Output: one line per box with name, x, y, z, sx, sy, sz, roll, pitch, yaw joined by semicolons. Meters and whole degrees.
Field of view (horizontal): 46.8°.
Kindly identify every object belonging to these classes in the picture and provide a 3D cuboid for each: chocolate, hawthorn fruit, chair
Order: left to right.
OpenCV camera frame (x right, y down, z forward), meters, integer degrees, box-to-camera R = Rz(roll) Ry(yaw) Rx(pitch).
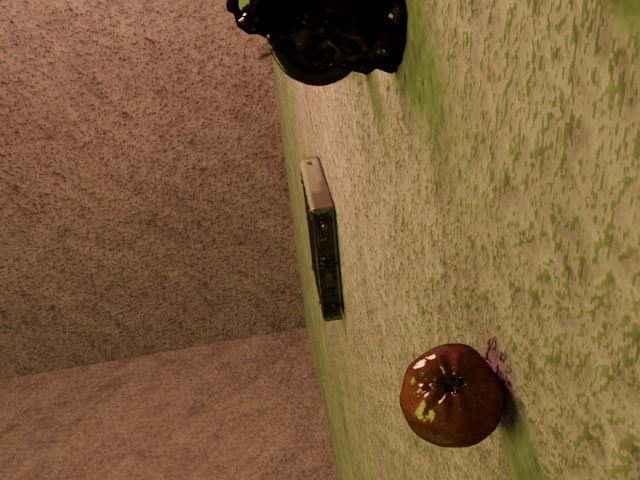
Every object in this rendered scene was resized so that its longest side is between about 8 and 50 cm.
chocolate;-0.011;-0.204;0.599;0.156;0.133;0.156;173;90;-84
chair;-0.011;-0.229;0.828;0.221;0.104;0.095;-105;24;-72
hawthorn fruit;0.087;0.109;0.482;0.103;0.066;0.067;66;-170;-55

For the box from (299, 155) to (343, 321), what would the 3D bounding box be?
box;0.000;0.000;1.421;0.211;0.045;0.270;-103;6;-52
